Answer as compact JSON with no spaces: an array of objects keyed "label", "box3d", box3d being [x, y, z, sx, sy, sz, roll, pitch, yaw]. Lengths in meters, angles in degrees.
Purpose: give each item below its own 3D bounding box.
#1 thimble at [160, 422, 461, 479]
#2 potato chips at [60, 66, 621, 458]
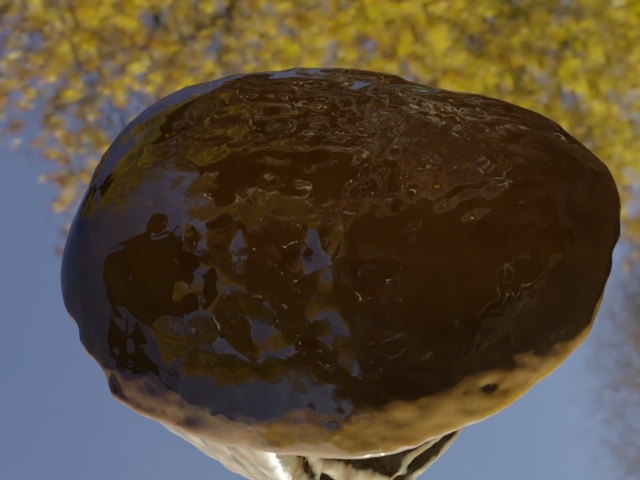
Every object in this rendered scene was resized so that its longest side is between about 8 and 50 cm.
[{"label":"thimble","box3d":[-0.011,0.032,1.001,0.229,0.148,0.196,17,-83,-56]},{"label":"potato chips","box3d":[0.000,0.000,0.669,0.049,0.201,0.150,61,-138,-57]}]
